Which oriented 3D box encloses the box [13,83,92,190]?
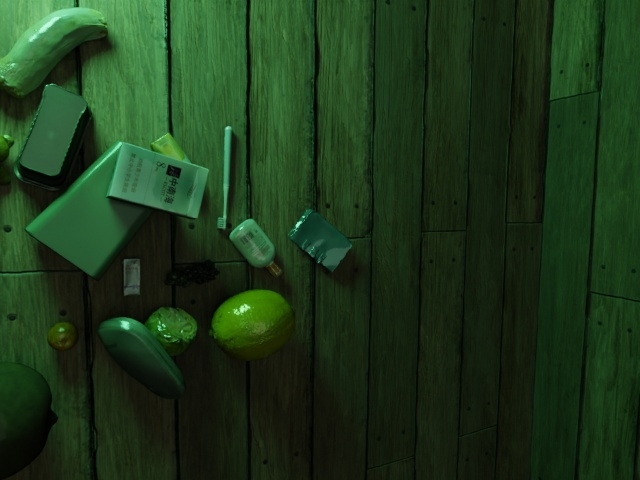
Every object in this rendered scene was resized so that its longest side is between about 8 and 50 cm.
[{"bbox_3d":[-0.716,-0.274,1.234,0.138,0.178,0.273,19,85,-27],"label":"box"}]

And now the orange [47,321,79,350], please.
[{"bbox_3d":[-0.741,0.276,1.332,0.083,0.070,0.083,-14,116,-30],"label":"orange"}]

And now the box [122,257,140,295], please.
[{"bbox_3d":[-0.579,0.111,1.418,0.051,0.036,0.116,-2,96,-28],"label":"box"}]

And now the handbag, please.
[{"bbox_3d":[0.000,0.000,1.697,0.221,0.057,0.144,42,80,-24],"label":"handbag"}]

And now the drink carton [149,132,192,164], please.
[{"bbox_3d":[-0.440,-0.230,1.437,0.084,0.075,0.199,-38,111,-18],"label":"drink carton"}]

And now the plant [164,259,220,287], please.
[{"bbox_3d":[-0.411,0.111,1.486,0.175,0.087,0.085,-11,125,-21],"label":"plant"}]

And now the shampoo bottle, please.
[{"bbox_3d":[-0.211,0.037,1.592,0.108,0.051,0.220,-44,112,-18],"label":"shampoo bottle"}]

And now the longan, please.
[{"bbox_3d":[-0.833,0.464,1.184,0.298,0.297,0.296,-3,96,-27],"label":"longan"}]

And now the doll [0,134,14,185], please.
[{"bbox_3d":[-0.886,-0.185,1.205,0.137,0.097,0.209,9,96,-33],"label":"doll"}]

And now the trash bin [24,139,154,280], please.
[{"bbox_3d":[-0.618,-0.091,1.318,0.223,0.158,0.343,43,70,-25],"label":"trash bin"}]

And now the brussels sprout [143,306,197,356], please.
[{"bbox_3d":[-0.471,0.290,1.445,0.122,0.151,0.149,-45,145,21],"label":"brussels sprout"}]

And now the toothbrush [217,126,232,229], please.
[{"bbox_3d":[-0.315,-0.204,1.532,0.030,0.025,0.341,4,93,-25],"label":"toothbrush"}]

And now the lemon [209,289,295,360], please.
[{"bbox_3d":[-0.219,0.274,1.512,0.263,0.236,0.235,-34,110,0],"label":"lemon"}]

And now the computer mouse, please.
[{"bbox_3d":[-0.538,0.362,1.381,0.330,0.197,0.095,58,40,-19],"label":"computer mouse"}]

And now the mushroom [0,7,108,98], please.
[{"bbox_3d":[-0.737,-0.521,1.253,0.351,0.095,0.122,-46,132,-16],"label":"mushroom"}]

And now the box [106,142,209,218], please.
[{"bbox_3d":[-0.448,-0.160,1.291,0.243,0.067,0.155,17,83,-31],"label":"box"}]
